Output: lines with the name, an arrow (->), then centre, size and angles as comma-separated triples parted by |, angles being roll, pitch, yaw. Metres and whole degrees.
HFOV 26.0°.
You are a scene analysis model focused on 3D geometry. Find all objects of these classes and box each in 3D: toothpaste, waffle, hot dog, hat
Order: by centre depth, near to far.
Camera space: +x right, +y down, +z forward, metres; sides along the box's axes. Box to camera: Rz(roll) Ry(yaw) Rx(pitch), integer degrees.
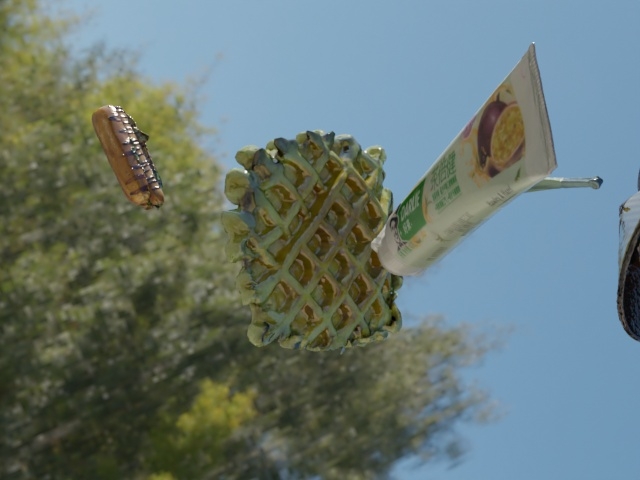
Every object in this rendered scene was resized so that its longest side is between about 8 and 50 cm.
toothpaste -> 0.098, -0.033, 0.945 | 0.058, 0.056, 0.314 | 40, -21, 2
hat -> 0.291, -0.012, 1.191 | 0.082, 0.193, 0.193 | 32, -41, 40
hot dog -> -0.167, -0.076, 1.228 | 0.049, 0.037, 0.122 | 23, 33, -58
waffle -> 0.000, 0.000, 1.251 | 0.054, 0.214, 0.208 | -11, -99, 47

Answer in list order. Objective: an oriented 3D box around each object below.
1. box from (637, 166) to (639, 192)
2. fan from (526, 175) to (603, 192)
box -> 0.491, -0.138, 1.488 | 0.262, 0.206, 0.291 | -97, -161, -53
fan -> 0.292, -0.075, 1.847 | 0.193, 0.016, 0.038 | -1, -47, 46
